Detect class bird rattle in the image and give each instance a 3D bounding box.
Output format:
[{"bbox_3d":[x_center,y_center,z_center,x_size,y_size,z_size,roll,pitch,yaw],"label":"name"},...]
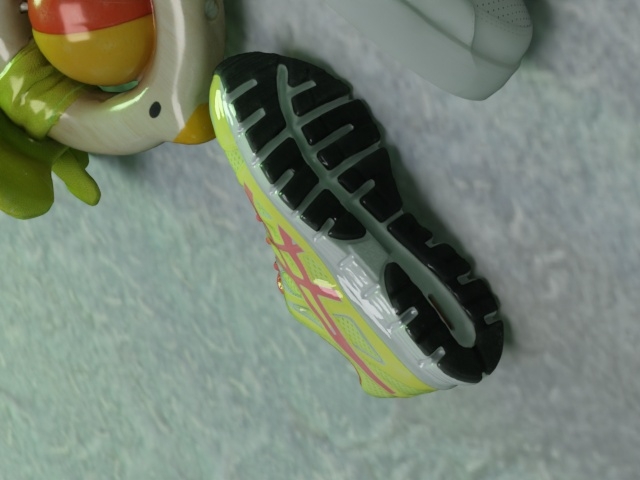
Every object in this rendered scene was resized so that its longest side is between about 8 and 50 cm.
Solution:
[{"bbox_3d":[-0.140,-0.136,1.057,0.207,0.143,0.253,4,103,30],"label":"bird rattle"}]

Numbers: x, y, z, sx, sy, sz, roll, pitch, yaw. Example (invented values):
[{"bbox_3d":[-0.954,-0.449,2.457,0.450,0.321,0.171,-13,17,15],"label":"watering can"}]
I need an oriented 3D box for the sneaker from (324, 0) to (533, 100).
[{"bbox_3d":[0.033,-0.203,0.822,0.169,0.108,0.292,-38,113,20],"label":"sneaker"}]

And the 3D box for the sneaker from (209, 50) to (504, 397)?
[{"bbox_3d":[0.000,0.000,0.998,0.208,0.081,0.094,57,141,1],"label":"sneaker"}]
